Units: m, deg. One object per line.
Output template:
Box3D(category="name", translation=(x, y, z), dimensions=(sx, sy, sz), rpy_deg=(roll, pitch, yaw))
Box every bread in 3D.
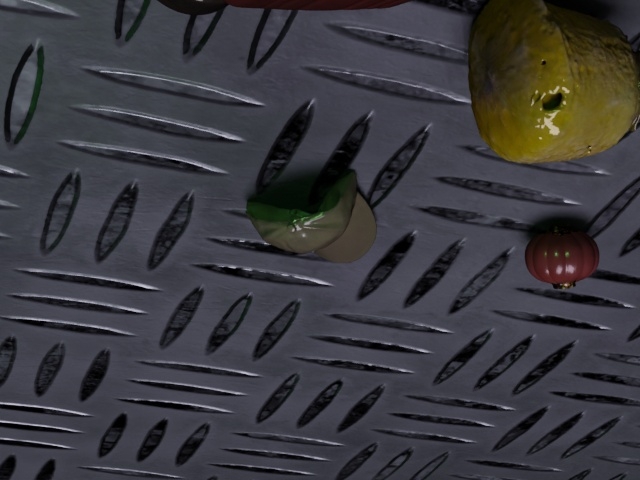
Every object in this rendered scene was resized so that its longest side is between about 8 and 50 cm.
Box3D(category="bread", translation=(0.257, -0.184, 1.480), dimensions=(0.170, 0.197, 0.197), rpy_deg=(0, 151, -28))

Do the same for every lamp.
Box3D(category="lamp", translation=(0.350, 0.023, 1.890), dimensions=(0.107, 0.092, 0.107), rpy_deg=(-5, -176, 0))

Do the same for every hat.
Box3D(category="hat", translation=(0.000, 0.000, 1.811), dimensions=(0.166, 0.144, 0.173), rpy_deg=(-15, 124, 24))

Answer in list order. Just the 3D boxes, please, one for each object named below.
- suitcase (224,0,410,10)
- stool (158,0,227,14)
Box3D(category="suitcase", translation=(0.040, -0.304, 1.157), dimensions=(0.236, 0.161, 0.297), rpy_deg=(-4, -179, -26))
Box3D(category="stool", translation=(-0.102, -0.299, 1.325), dimensions=(0.217, 0.125, 0.121), rpy_deg=(-19, -177, -19))
